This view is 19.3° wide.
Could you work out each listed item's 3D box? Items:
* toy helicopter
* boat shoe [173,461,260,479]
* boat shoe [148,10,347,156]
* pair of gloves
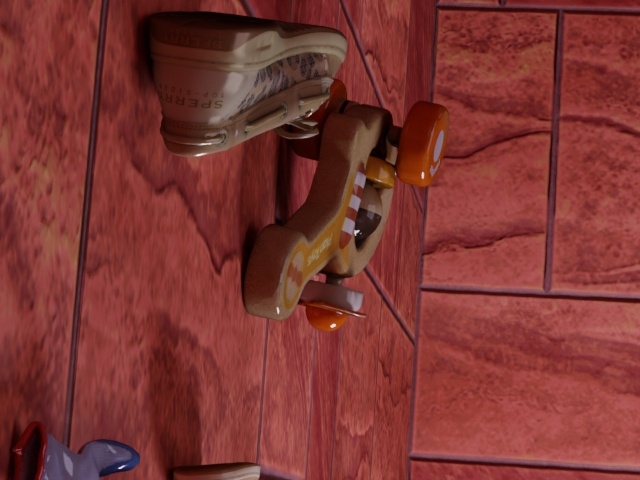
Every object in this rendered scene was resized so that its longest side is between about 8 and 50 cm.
[{"bbox_3d":[0.000,0.000,1.761,0.355,0.140,0.235,-45,147,-63],"label":"toy helicopter"},{"bbox_3d":[-0.072,0.195,1.384,0.170,0.063,0.059,57,30,-78],"label":"boat shoe"},{"bbox_3d":[-0.055,-0.111,1.312,0.285,0.104,0.089,-16,114,-71],"label":"boat shoe"},{"bbox_3d":[-0.131,0.195,0.992,0.159,0.023,0.198,48,44,-58],"label":"pair of gloves"}]
